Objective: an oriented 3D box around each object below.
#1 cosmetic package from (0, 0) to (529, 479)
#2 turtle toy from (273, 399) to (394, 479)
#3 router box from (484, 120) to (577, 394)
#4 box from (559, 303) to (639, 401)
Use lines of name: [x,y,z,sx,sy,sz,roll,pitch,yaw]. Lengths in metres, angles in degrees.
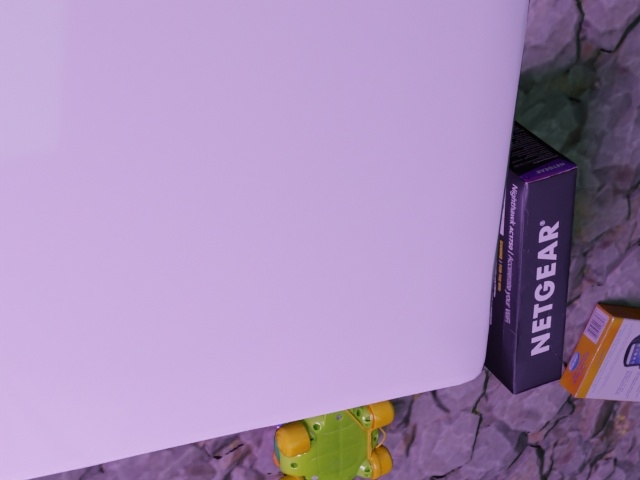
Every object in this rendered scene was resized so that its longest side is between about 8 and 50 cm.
cosmetic package: [-0.156,-0.139,0.576,0.327,0.394,0.329,-9,118,-27]
turtle toy: [0.002,0.134,1.073,0.095,0.066,0.130,-15,124,-23]
router box: [0.122,0.001,1.020,0.046,0.133,0.179,-17,126,-21]
box: [0.277,0.100,1.247,0.136,0.028,0.081,7,114,-37]
